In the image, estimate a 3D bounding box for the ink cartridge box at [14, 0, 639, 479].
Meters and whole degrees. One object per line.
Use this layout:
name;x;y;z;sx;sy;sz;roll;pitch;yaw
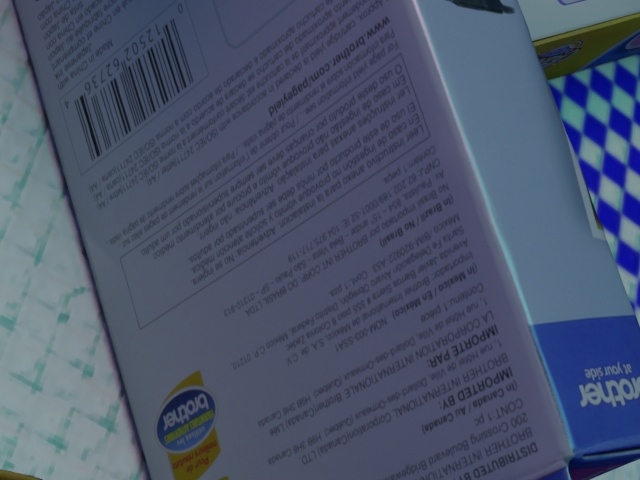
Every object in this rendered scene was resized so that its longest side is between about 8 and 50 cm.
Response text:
ink cartridge box;0.000;0.000;0.561;0.065;0.186;0.311;1;66;-42

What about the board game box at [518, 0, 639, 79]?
board game box;0.071;-0.192;0.819;0.316;0.064;0.242;-19;79;-45

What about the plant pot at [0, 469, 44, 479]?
plant pot;-0.134;0.114;0.438;0.134;0.134;0.095;-2;91;-41
